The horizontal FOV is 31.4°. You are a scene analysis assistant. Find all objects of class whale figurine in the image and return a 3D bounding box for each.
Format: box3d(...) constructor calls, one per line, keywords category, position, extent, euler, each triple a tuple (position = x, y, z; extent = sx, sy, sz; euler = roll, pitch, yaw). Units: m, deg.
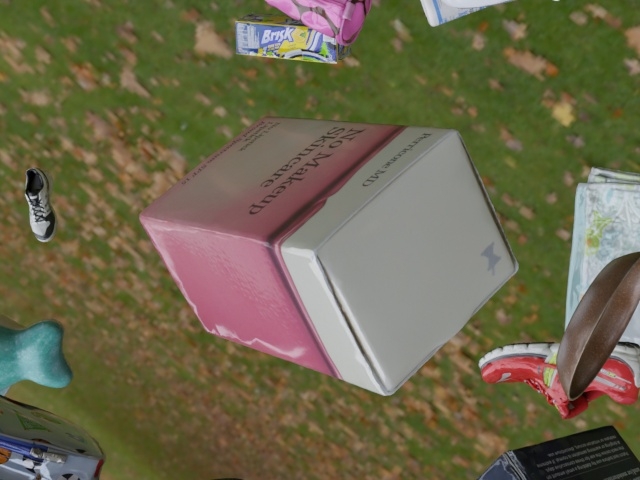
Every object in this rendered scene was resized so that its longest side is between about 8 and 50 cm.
box3d(category="whale figurine", position=(-0.463, 0.158, 1.468), extent=(0.272, 0.141, 0.216), euler=(2, 122, 7))

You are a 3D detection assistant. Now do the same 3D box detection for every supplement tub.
box3d(category="supplement tub", position=(0.194, -0.350, 1.596), extent=(0.071, 0.107, 0.071), euler=(-19, -90, -84))

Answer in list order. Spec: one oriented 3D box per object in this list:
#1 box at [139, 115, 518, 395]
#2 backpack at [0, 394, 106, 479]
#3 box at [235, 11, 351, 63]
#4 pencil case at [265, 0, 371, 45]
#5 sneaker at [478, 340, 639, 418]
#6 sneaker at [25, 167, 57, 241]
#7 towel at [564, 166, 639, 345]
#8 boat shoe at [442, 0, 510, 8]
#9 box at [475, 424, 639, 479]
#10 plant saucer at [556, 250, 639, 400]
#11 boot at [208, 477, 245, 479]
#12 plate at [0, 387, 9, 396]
box3d(category="box", position=(0.000, 0.000, 0.841), extent=(0.232, 0.148, 0.127), euler=(10, 135, 52))
box3d(category="backpack", position=(-0.328, 0.241, 1.032), extent=(0.263, 0.213, 0.276), euler=(13, 172, -21))
box3d(category="box", position=(-0.041, -0.307, 1.719), extent=(0.169, 0.059, 0.054), euler=(10, 118, 22))
box3d(category="pencil case", position=(-0.039, -0.327, 1.445), extent=(0.209, 0.095, 0.098), euler=(27, 175, 8))
box3d(category="sneaker", position=(0.362, 0.216, 1.756), extent=(0.279, 0.118, 0.107), euler=(-8, 167, 43))
box3d(category="sneaker", position=(-0.309, -0.040, 1.240), extent=(0.037, 0.032, 0.083), euler=(46, -148, -74))
box3d(category="towel", position=(0.606, 0.065, 2.041), extent=(0.320, 0.374, 0.090), euler=(9, -170, 37))
box3d(category="boat shoe", position=(0.243, -0.280, 1.152), extent=(0.258, 0.095, 0.084), euler=(-11, 150, 24))
box3d(category="box", position=(0.362, 0.621, 1.737), extent=(0.480, 0.297, 0.471), euler=(-54, 55, 34))
box3d(category="plant saucer", position=(0.326, 0.093, 1.329), extent=(0.036, 0.198, 0.198), euler=(30, 160, 23))
box3d(category="boot", position=(-0.098, 0.468, 1.506), extent=(0.096, 0.280, 0.264), euler=(-30, 144, 29))
box3d(category="plate", position=(-0.583, 0.227, 1.853), extent=(0.188, 0.188, 0.024), euler=(29, 153, 29))
